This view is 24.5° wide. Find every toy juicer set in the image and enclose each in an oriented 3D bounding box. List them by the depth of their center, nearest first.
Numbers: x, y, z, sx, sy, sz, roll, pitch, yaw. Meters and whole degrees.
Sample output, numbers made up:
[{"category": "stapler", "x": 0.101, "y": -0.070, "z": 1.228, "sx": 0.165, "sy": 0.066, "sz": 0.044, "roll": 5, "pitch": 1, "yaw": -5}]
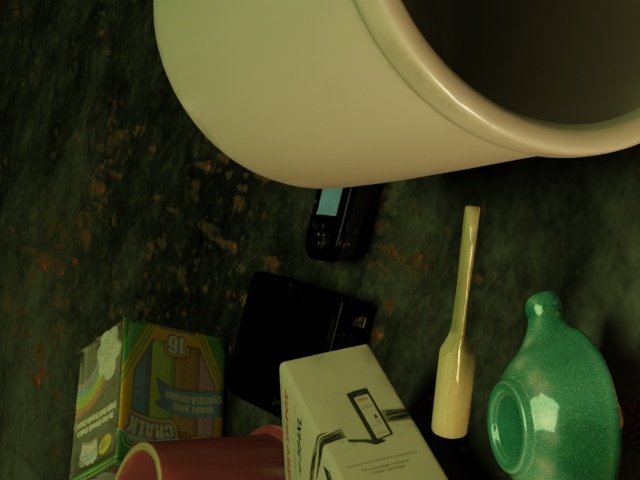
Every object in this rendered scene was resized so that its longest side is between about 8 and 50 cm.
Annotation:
[{"category": "toy juicer set", "x": 0.163, "y": 0.155, "z": 1.066, "sx": 0.329, "sy": 0.089, "sz": 0.209, "roll": -112, "pitch": 26, "yaw": -44}]

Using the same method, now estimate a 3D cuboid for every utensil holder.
[{"category": "utensil holder", "x": 0.075, "y": -0.206, "z": 1.130, "sx": 0.385, "sy": 0.327, "sz": 0.327, "roll": -9, "pitch": 70, "yaw": 62}]

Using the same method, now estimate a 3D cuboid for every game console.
[{"category": "game console", "x": 0.000, "y": 0.000, "z": 1.475, "sx": 0.213, "sy": 0.044, "sz": 0.361, "roll": 12, "pitch": 87, "yaw": 63}]

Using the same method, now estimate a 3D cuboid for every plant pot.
[{"category": "plant pot", "x": -0.094, "y": 0.265, "z": 1.375, "sx": 0.201, "sy": 0.180, "sz": 0.201, "roll": -35, "pitch": 48, "yaw": 52}]

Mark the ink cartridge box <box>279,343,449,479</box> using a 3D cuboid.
[{"category": "ink cartridge box", "x": 0.035, "y": 0.205, "z": 1.208, "sx": 0.203, "sy": 0.086, "sz": 0.148, "roll": -123, "pitch": 26, "yaw": -54}]

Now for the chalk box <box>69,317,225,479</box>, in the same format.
[{"category": "chalk box", "x": -0.191, "y": 0.214, "z": 1.640, "sx": 0.132, "sy": 0.132, "sz": 0.213, "roll": -32, "pitch": 50, "yaw": 52}]
